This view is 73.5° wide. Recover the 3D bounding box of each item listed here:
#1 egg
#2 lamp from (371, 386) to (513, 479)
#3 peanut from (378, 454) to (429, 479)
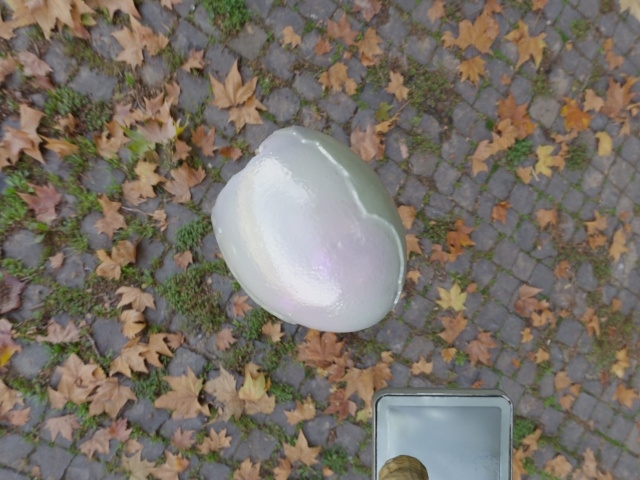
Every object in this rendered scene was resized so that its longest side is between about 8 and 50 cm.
[{"bbox_3d":[0.000,0.000,0.451,0.217,0.183,0.183,43,81,-6],"label":"egg"},{"bbox_3d":[0.235,0.421,0.835,0.269,0.047,0.266,0,94,2],"label":"lamp"},{"bbox_3d":[0.125,0.380,0.663,0.080,0.174,0.080,-4,74,15],"label":"peanut"}]
